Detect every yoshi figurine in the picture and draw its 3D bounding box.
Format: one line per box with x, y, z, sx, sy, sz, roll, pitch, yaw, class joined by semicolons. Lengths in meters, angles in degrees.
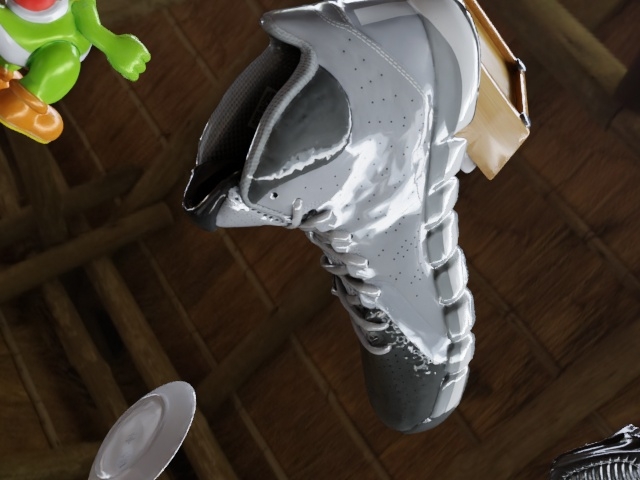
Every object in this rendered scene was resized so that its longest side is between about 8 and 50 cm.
-0.319;-0.319;1.073;0.203;0.362;0.203;32;-168;-22;yoshi figurine

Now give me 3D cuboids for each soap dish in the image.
0.190;-0.263;1.126;0.291;0.118;0.229;46;-145;-25;soap dish

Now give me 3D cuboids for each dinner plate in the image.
-0.174;0.188;0.738;0.017;0.141;0.141;45;-129;-26;dinner plate

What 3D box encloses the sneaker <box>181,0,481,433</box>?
0.000;0.000;0.367;0.132;0.229;0.086;-13;-158;-28;sneaker

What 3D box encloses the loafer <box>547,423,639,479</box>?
0.368;0.267;0.936;0.220;0.080;0.078;-8;-166;-9;loafer
